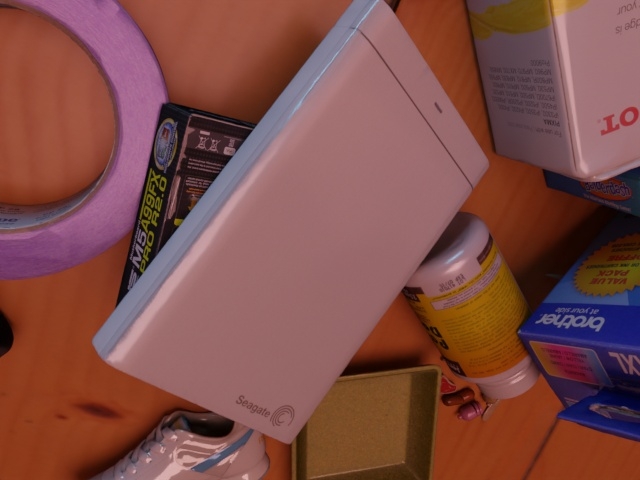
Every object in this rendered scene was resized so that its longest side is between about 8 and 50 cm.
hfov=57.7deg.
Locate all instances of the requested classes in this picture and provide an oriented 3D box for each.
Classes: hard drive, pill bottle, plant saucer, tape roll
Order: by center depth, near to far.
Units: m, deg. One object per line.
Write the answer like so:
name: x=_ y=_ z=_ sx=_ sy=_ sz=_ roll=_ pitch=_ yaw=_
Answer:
tape roll: x=-0.271 y=-0.108 z=0.504 sx=0.274 sy=0.090 sz=0.275 roll=-5 pitch=109 yaw=-14
hard drive: x=0.000 y=0.000 z=0.529 sx=0.353 sy=0.047 sz=0.233 roll=-53 pitch=131 yaw=-5
pill bottle: x=0.176 y=0.081 z=0.671 sx=0.117 sy=0.117 sz=0.215 roll=-35 pitch=112 yaw=-2
plant saucer: x=0.051 y=0.238 z=0.726 sx=0.188 sy=0.045 sz=0.188 roll=-4 pitch=108 yaw=-15

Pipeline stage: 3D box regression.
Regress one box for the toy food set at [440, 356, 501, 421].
toy food set: x=0.196 y=0.201 z=0.767 sx=0.122 sy=0.019 sz=0.078 roll=29 pitch=98 yaw=-22

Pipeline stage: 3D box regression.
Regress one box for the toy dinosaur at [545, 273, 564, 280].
toy dinosaur: x=0.383 y=0.087 z=0.766 sx=0.092 sy=0.053 sz=0.183 roll=-43 pitch=113 yaw=3

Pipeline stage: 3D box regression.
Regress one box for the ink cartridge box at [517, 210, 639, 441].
ink cartridge box: x=0.396 y=0.067 z=0.574 sx=0.395 sy=0.270 sz=0.151 roll=-44 pitch=106 yaw=-22

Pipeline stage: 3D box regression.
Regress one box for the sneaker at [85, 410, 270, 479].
sneaker: x=-0.175 y=0.248 z=0.652 sx=0.228 sy=0.087 sz=0.092 roll=-15 pitch=104 yaw=-18

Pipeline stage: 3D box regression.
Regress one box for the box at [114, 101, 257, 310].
box: x=-0.044 y=0.004 z=0.570 sx=0.269 sy=0.060 sz=0.217 roll=6 pitch=107 yaw=-39

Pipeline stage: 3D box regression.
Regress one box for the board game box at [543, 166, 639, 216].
board game box: x=0.368 y=-0.088 z=0.620 sx=0.160 sy=0.210 sz=0.047 roll=-26 pitch=112 yaw=-7

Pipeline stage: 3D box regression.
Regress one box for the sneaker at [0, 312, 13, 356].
sneaker: x=-0.424 y=0.044 z=0.509 sx=0.145 sy=0.090 sz=0.270 roll=-36 pitch=115 yaw=-5

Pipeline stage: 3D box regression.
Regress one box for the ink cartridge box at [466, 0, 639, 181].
ink cartridge box: x=0.291 y=-0.289 z=0.562 sx=0.279 sy=0.160 sz=0.385 roll=-21 pitch=111 yaw=-8
